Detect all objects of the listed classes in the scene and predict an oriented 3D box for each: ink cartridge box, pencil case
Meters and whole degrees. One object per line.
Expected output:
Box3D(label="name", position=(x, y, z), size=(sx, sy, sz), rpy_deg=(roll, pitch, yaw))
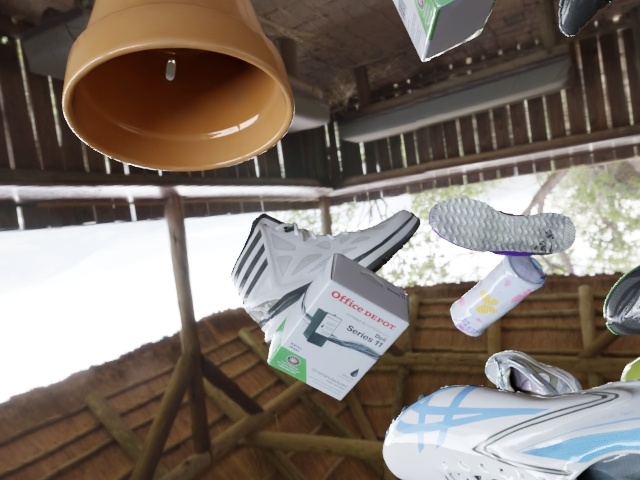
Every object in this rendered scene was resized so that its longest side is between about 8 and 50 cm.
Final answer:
Box3D(label="ink cartridge box", position=(0.029, 0.146, 0.821), size=(0.153, 0.208, 0.087), rpy_deg=(29, -153, -10))
Box3D(label="pencil case", position=(0.461, 0.141, 1.295), size=(0.124, 0.113, 0.273), rpy_deg=(-31, 160, -45))
Box3D(label="ink cartridge box", position=(0.162, -0.462, 0.773), size=(0.117, 0.278, 0.201), rpy_deg=(-25, 177, 5))

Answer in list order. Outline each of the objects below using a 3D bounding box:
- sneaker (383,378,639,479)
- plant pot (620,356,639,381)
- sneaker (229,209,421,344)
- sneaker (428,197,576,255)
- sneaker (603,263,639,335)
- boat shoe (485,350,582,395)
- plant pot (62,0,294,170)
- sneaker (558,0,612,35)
Box3D(label="sneaker", position=(0.134, 0.147, 0.328), size=(0.237, 0.085, 0.086), rpy_deg=(-24, -155, 40))
Box3D(label="plant pot", position=(0.848, 0.307, 1.025), size=(0.274, 0.275, 0.294), rpy_deg=(-9, 145, -14))
Box3D(label="sneaker", position=(0.000, 0.000, 1.087), size=(0.447, 0.258, 0.169), rpy_deg=(-34, 169, -19))
Box3D(label="sneaker", position=(0.359, -0.013, 1.034), size=(0.293, 0.102, 0.146), rpy_deg=(10, 172, -3))
Box3D(label="sneaker", position=(0.912, 0.114, 1.156), size=(0.482, 0.185, 0.202), rpy_deg=(-31, 176, 37))
Box3D(label="boat shoe", position=(0.561, 0.390, 1.360), size=(0.102, 0.118, 0.320), rpy_deg=(-14, -172, -20))
Box3D(label="plant pot", position=(-0.191, -0.251, 0.680), size=(0.290, 0.204, 0.291), rpy_deg=(-8, 161, -3))
Box3D(label="sneaker", position=(0.545, -0.495, 0.873), size=(0.109, 0.130, 0.286), rpy_deg=(-4, 134, -48))
